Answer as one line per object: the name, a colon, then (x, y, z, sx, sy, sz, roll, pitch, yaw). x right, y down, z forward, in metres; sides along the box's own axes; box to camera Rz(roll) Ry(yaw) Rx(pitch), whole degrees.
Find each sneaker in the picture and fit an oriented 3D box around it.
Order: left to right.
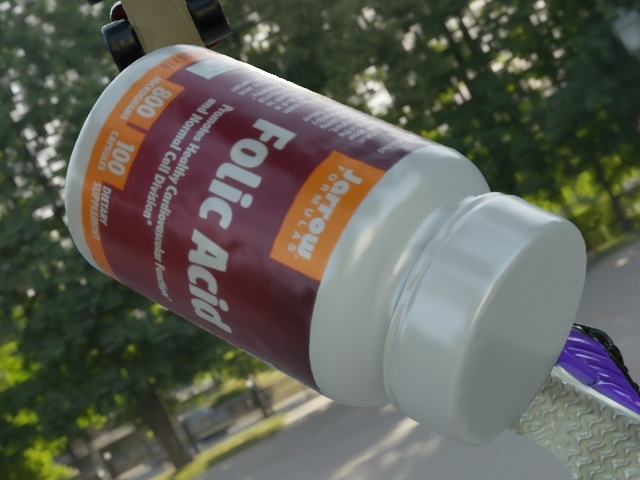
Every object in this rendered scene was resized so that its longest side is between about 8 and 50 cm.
sneaker: (0.249, 0.143, 1.212, 0.146, 0.293, 0.102, -33, -24, -53)

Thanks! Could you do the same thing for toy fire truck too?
toy fire truck: (-0.205, -0.285, 1.398, 0.159, 0.217, 0.246, -24, 19, 1)

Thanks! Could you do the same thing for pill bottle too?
pill bottle: (0.000, 0.000, 1.121, 0.224, 0.392, 0.224, -36, -41, -39)
